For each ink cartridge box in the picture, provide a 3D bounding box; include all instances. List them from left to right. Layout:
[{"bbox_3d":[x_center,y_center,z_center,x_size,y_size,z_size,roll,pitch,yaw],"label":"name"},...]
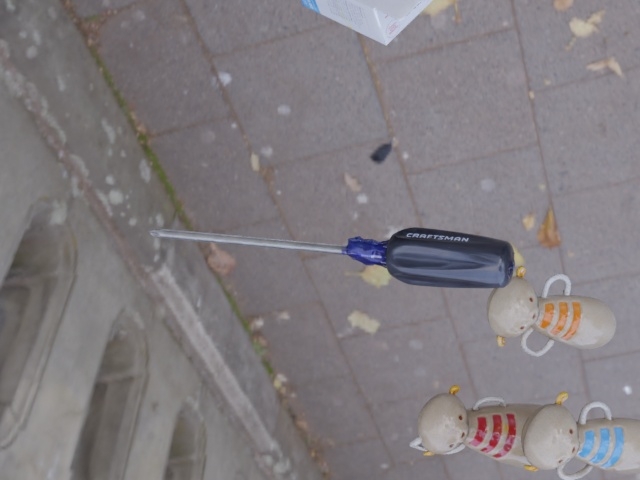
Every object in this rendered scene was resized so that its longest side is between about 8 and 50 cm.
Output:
[{"bbox_3d":[0.065,-0.295,1.101,0.104,0.181,0.062,-46,144,-14],"label":"ink cartridge box"}]

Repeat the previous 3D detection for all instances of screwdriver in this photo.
[{"bbox_3d":[0.000,0.000,0.411,0.169,0.025,0.024,10,154,25],"label":"screwdriver"}]

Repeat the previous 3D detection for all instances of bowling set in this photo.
[{"bbox_3d":[0.172,0.177,0.723,0.154,0.200,0.287,13,99,-31],"label":"bowling set"}]
